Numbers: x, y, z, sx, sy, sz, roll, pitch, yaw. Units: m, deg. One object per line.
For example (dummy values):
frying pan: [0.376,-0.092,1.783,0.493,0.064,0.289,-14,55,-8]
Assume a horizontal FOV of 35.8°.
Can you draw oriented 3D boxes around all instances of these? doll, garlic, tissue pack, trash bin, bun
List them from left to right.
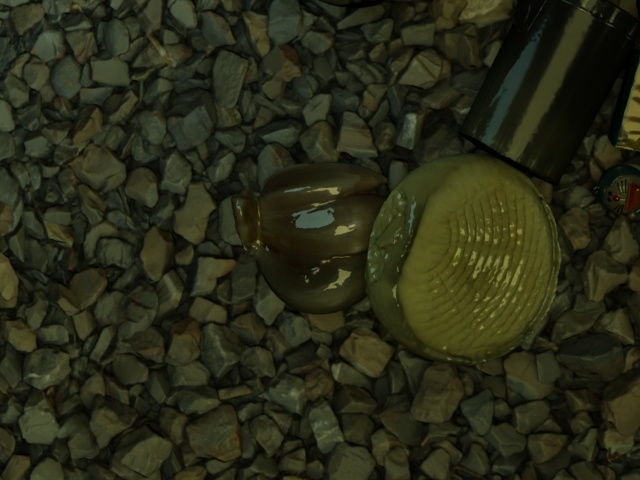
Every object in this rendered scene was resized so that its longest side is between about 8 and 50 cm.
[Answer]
garlic: [0.000,-0.001,1.804,0.325,0.132,0.279,3,103,13]
bun: [0.229,0.028,1.720,0.364,0.202,0.364,-5,102,-24]
trash bin: [0.383,-0.268,1.684,0.252,0.203,0.302,21,101,-29]
doll: [0.551,-0.089,1.737,0.151,0.085,0.114,1,114,-2]
tissue pack: [0.554,-0.241,1.692,0.082,0.120,0.169,14,106,8]

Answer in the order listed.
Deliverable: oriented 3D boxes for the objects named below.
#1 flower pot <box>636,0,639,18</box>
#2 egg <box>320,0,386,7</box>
flower pot: [0.694,-0.431,1.606,0.266,0.266,0.267,38,89,3]
egg: [0.024,-0.572,1.669,0.287,0.287,0.379,-35,77,10]
